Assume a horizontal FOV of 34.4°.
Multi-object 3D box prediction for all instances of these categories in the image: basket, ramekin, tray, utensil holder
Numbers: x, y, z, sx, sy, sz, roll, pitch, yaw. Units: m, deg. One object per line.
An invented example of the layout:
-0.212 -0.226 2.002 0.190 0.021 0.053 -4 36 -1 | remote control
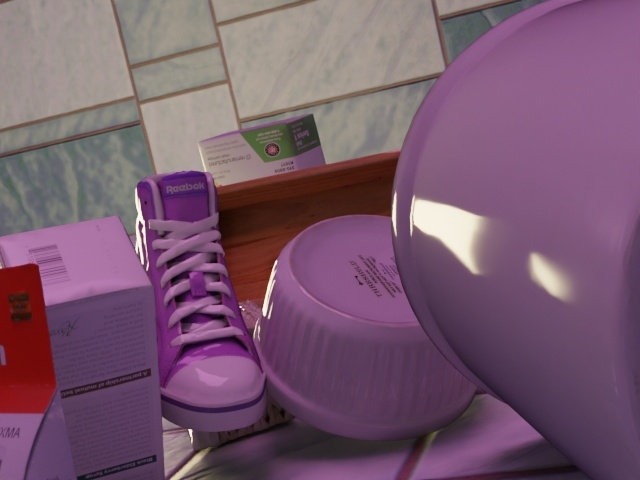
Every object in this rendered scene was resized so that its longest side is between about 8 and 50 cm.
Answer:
-0.095 0.128 1.039 0.103 0.113 0.167 -11 7 -12 | basket
0.046 0.065 0.909 0.207 0.109 0.207 5 33 -3 | ramekin
0.000 0.000 1.478 0.410 0.203 0.076 -10 -24 23 | tray
0.238 0.005 0.603 0.327 0.328 0.385 -14 10 -5 | utensil holder

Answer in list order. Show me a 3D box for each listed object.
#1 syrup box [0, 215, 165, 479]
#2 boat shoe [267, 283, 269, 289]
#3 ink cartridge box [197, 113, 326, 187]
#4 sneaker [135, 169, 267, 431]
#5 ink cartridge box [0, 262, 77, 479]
-0.180 0.108 0.797 0.096 0.237 0.093 -12 39 -22 | syrup box
0.039 0.063 1.287 0.307 0.111 0.104 -7 8 39 | boat shoe
-0.088 -0.078 1.946 0.201 0.278 0.117 -9 11 27 | ink cartridge box
-0.116 0.032 0.884 0.102 0.161 0.282 -7 30 -19 | sneaker
-0.246 0.143 0.701 0.189 0.232 0.066 -8 7 37 | ink cartridge box
